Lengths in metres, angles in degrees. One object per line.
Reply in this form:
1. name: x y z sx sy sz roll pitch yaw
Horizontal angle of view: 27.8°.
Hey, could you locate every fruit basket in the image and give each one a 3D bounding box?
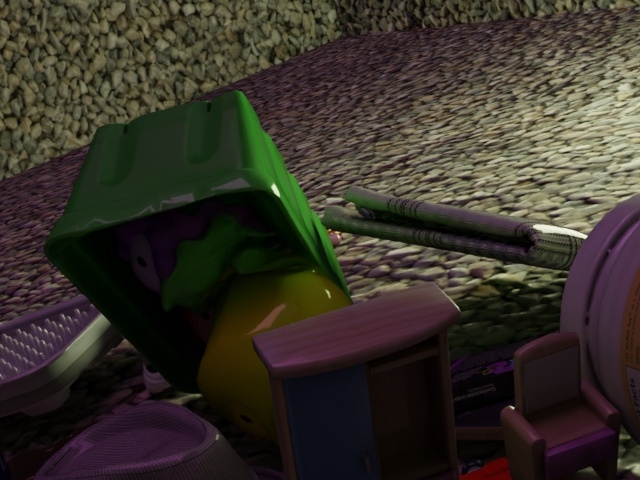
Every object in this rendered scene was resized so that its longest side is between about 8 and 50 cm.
1. fruit basket: -0.084 0.080 1.333 0.283 0.392 0.392 -13 17 13

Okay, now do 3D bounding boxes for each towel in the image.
1. towel: 0.207 -0.005 1.411 0.312 0.056 0.324 8 1 -42

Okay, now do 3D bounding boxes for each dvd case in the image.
1. dvd case: 0.197 0.141 1.179 0.165 0.018 0.221 -24 1 -23

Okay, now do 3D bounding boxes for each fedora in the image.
1. fedora: -0.152 0.227 1.163 0.275 0.124 0.244 -4 21 37

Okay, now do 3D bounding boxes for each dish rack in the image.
1. dish rack: -0.399 0.169 1.632 0.333 0.072 0.285 -20 13 23

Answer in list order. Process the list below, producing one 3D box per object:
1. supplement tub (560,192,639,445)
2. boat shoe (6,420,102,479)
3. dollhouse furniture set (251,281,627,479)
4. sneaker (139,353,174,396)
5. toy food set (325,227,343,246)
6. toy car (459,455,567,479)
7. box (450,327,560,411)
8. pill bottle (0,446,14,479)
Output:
1. supplement tub: 0.356 0.078 0.937 0.241 0.241 0.331 -24 18 -22
2. boat shoe: -0.288 0.248 1.389 0.153 0.048 0.056 -27 30 -10
3. dollhouse furniture set: 0.126 0.181 0.819 0.286 0.198 0.303 -17 30 -16
4. sneaker: -0.190 0.099 1.647 0.100 0.108 0.271 -20 15 -2
5. toy food set: 0.000 0.000 1.935 0.078 0.019 0.122 -12 9 15
6. toy car: 0.063 0.232 1.063 0.239 0.053 0.225 -29 20 -38
7. box: 0.165 0.129 1.240 0.162 0.029 0.116 -25 1 42
8. pill bottle: -0.380 0.206 1.211 0.153 0.264 0.153 -15 17 5
